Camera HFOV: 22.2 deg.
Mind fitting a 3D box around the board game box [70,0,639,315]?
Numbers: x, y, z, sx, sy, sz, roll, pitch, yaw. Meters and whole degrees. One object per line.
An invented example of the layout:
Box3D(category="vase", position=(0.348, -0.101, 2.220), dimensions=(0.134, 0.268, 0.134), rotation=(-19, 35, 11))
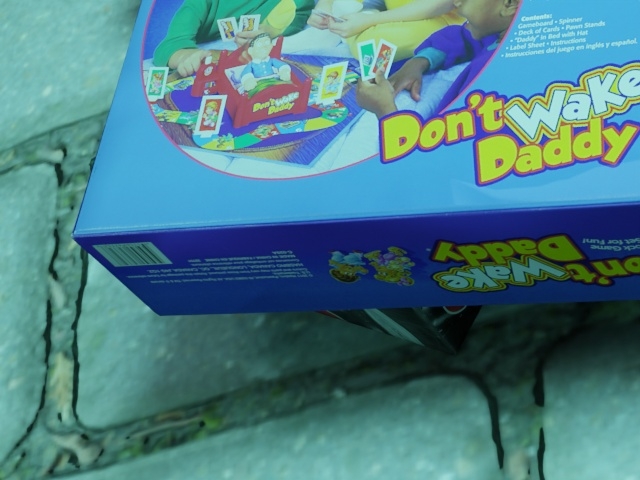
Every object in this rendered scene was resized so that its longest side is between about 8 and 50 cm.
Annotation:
Box3D(category="board game box", position=(0.084, -0.092, 0.691), dimensions=(0.347, 0.078, 0.233), rotation=(-3, 60, 27))

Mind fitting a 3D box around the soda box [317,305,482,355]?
Box3D(category="soda box", position=(0.000, 0.000, 0.777), dimensions=(0.169, 0.060, 0.053), rotation=(16, 66, 40))
